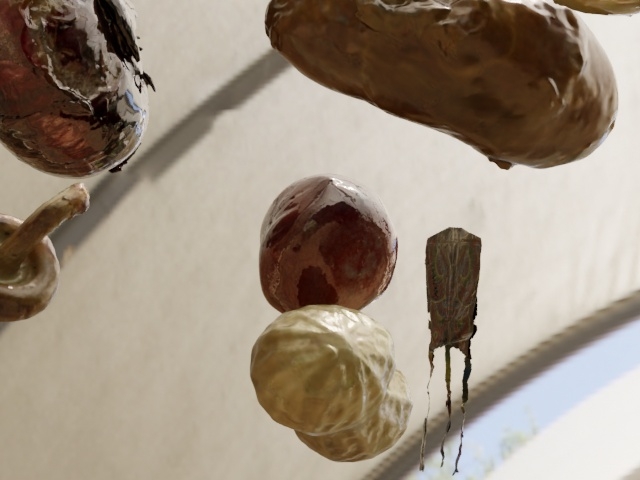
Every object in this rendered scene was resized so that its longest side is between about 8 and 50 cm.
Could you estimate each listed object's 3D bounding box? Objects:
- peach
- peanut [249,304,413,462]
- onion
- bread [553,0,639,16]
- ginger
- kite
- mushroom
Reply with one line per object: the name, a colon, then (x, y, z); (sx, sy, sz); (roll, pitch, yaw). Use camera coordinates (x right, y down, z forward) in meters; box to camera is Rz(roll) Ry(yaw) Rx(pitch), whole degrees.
peach: (0.000, 0.000, 1.475); (0.152, 0.152, 0.152); (-4, -40, -3)
peanut: (0.020, 0.142, 1.430); (0.136, 0.120, 0.298); (-31, -25, 1)
onion: (-0.304, -0.201, 1.548); (0.232, 0.314, 0.314); (-27, -41, 1)
bread: (0.229, -0.330, 1.144); (0.306, 0.305, 0.159); (25, -25, -33)
ginger: (0.117, -0.168, 1.259); (0.321, 0.165, 0.172); (21, -25, -10)
kite: (0.145, 0.127, 1.659); (0.015, 0.285, 0.152); (5, -1, -19)
mushroom: (-0.220, 0.008, 1.093); (0.129, 0.088, 0.073); (-35, -20, -6)
